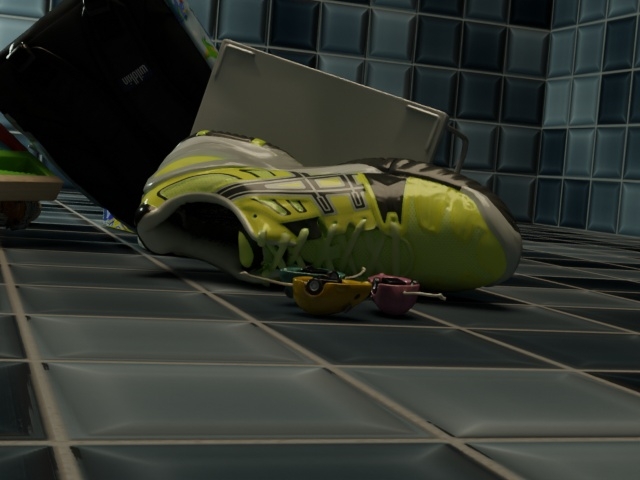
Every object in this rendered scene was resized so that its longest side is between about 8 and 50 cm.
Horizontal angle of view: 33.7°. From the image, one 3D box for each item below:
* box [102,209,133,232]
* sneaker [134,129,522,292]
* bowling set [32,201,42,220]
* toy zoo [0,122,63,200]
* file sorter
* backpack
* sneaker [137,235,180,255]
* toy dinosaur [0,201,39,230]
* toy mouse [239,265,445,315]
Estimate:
[{"bbox_3d":[-0.294,-0.043,1.681,0.059,0.054,0.169,3,3,-29],"label":"box"},{"bbox_3d":[0.000,0.000,1.030,0.385,0.145,0.147,8,35,20],"label":"sneaker"},{"bbox_3d":[-0.564,-0.124,1.586,0.287,0.199,0.154,0,5,-4],"label":"bowling set"},{"bbox_3d":[-0.465,-0.142,1.253,0.293,0.030,0.192,40,20,23],"label":"toy zoo"},{"bbox_3d":[0.006,-0.088,1.238,0.278,0.192,0.173,22,5,19],"label":"file sorter"},{"bbox_3d":[-0.224,-0.164,1.390,0.290,0.355,0.273,-39,16,5],"label":"backpack"},{"bbox_3d":[-0.141,-0.014,1.275,0.170,0.071,0.068,6,4,12],"label":"sneaker"},{"bbox_3d":[-0.489,-0.070,1.236,0.218,0.164,0.322,26,-6,34],"label":"toy dinosaur"},{"bbox_3d":[0.024,0.043,0.885,0.161,0.031,0.143,5,4,8],"label":"toy mouse"}]
